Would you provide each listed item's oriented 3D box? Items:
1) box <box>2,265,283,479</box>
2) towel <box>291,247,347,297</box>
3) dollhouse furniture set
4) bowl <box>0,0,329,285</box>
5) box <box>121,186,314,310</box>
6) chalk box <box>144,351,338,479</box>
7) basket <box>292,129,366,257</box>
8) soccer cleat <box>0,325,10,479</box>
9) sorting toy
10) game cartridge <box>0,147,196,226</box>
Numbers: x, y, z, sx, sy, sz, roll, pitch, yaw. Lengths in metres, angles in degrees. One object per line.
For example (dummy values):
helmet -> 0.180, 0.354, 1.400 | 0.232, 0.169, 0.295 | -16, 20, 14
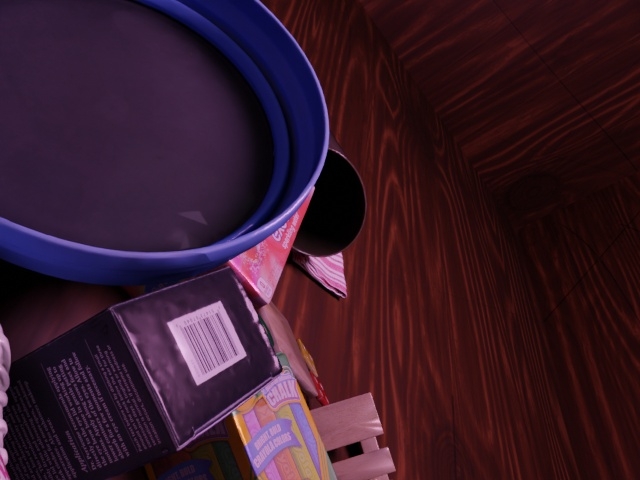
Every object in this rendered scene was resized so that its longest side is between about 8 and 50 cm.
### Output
box -> -0.164, 0.121, 0.501 | 0.108, 0.207, 0.153 | 63, 26, 3
towel -> 0.000, 0.000, 1.143 | 0.144, 0.029, 0.197 | 41, 31, -37
dollhouse furniture set -> 0.030, 0.318, 0.872 | 0.151, 0.123, 0.144 | 91, -18, -66
bowl -> -0.182, -0.136, 0.541 | 0.391, 0.077, 0.391 | 16, 52, -21
box -> -0.129, -0.027, 0.795 | 0.154, 0.142, 0.300 | 50, 27, -18
chalk box -> -0.096, 0.202, 0.634 | 0.132, 0.132, 0.213 | -5, 67, -63
basket -> -0.019, -0.115, 1.055 | 0.227, 0.154, 0.204 | -105, -179, -57
soccer cleat -> -0.232, 0.104, 0.369 | 0.331, 0.116, 0.143 | 59, 8, 17
sorting toy -> -0.063, 0.144, 0.818 | 0.132, 0.046, 0.274 | 63, 3, 39
game cartridge -> -0.251, -0.097, 0.563 | 0.355, 0.068, 0.230 | 2, 54, -30
